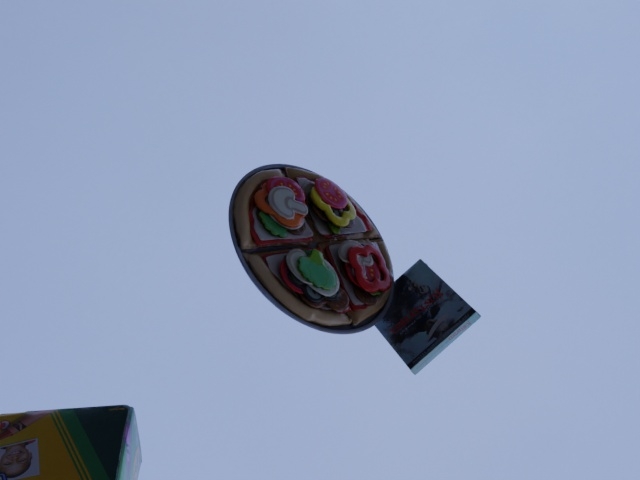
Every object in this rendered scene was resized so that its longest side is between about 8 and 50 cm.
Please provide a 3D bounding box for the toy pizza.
[{"bbox_3d":[0.000,0.000,0.752,0.032,0.201,0.201,-43,-134,40],"label":"toy pizza"}]

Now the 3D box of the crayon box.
[{"bbox_3d":[-0.308,0.237,0.649,0.278,0.081,0.165,-4,-151,-4],"label":"crayon box"}]

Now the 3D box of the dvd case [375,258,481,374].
[{"bbox_3d":[0.100,0.075,0.763,0.087,0.013,0.119,-41,-147,1],"label":"dvd case"}]
